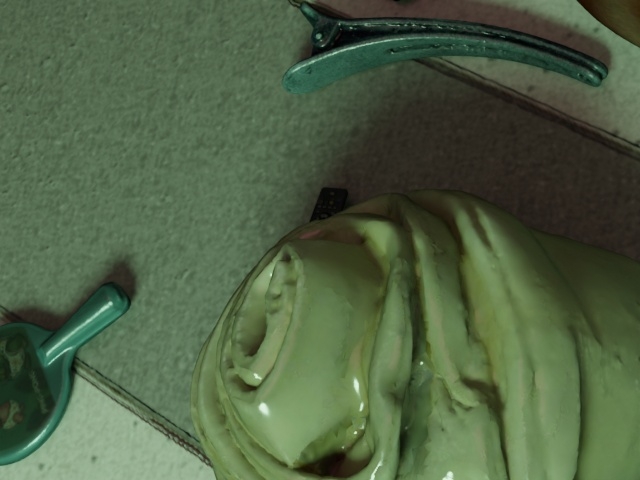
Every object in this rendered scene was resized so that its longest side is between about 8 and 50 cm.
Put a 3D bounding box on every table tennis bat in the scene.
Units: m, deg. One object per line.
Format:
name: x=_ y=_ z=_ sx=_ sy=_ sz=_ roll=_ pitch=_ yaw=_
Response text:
table tennis bat: x=-0.242 y=0.107 z=1.267 sx=0.201 sy=0.033 sz=0.124 roll=-41 pitch=60 yaw=9

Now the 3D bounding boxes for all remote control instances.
remote control: x=0.000 y=0.000 z=1.214 sx=0.034 sy=0.016 sz=0.091 roll=6 pitch=70 yaw=42

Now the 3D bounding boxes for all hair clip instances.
hair clip: x=0.102 y=-0.159 z=1.221 sx=0.275 sy=0.048 sz=0.083 roll=4 pitch=66 yaw=24

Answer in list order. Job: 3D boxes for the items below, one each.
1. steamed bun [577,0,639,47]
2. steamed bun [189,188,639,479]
steamed bun: x=0.270 y=-0.342 z=1.111 sx=0.248 sy=0.235 sz=0.379 roll=14 pitch=75 yaw=23
steamed bun: x=0.057 y=0.107 z=1.017 sx=0.324 sy=0.219 sz=0.310 roll=17 pitch=80 yaw=35
